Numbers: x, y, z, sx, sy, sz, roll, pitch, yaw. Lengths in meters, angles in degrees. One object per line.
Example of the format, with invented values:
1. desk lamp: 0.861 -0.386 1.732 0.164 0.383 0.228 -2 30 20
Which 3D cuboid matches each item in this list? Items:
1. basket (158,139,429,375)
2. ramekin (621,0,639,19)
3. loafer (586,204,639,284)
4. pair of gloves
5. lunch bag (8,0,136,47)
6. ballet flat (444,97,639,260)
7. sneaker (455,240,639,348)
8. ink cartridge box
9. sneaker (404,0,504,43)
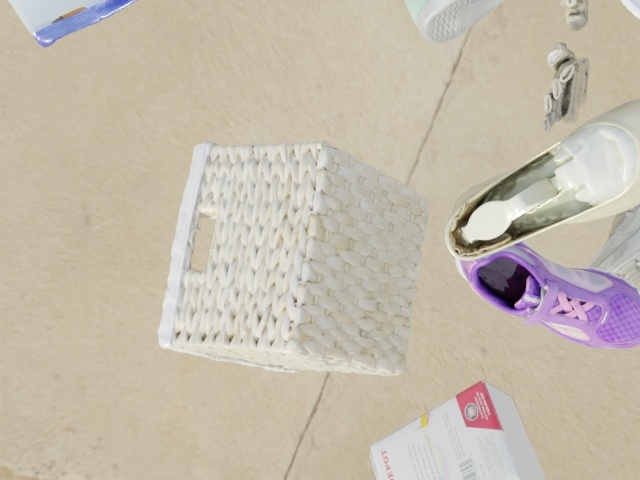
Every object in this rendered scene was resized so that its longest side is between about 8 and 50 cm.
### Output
1. basket: -0.027 0.042 1.224 0.266 0.331 0.328 1 77 36
2. ramekin: 0.613 -0.479 1.269 0.277 0.135 0.277 5 107 18
3. loafer: 0.560 -0.019 1.367 0.319 0.112 0.111 -45 53 9
4. pair of gloves: 0.335 -0.278 1.049 0.042 0.204 0.240 8 115 23
5. lunch bag: -0.247 -0.452 0.776 0.238 0.385 0.328 -15 134 11
6. ballet flat: 0.207 -0.046 0.680 0.248 0.086 0.086 -32 87 40
7. sneaker: 0.261 0.064 0.885 0.236 0.104 0.095 24 104 10
8. ink cartridge box: 0.274 0.461 1.582 0.306 0.131 0.226 -38 45 26
9. sneaker: 0.201 -0.358 0.912 0.256 0.094 0.151 -30 58 11
